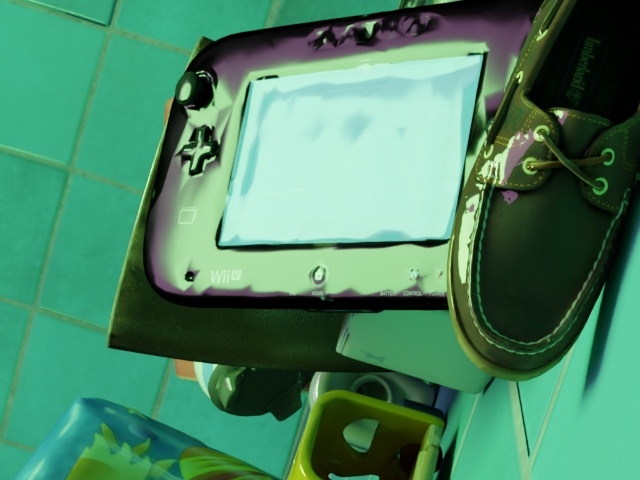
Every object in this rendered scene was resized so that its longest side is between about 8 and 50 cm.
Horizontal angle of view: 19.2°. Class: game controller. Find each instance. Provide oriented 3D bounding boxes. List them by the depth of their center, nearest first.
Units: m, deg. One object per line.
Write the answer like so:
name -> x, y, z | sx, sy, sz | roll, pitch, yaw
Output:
game controller -> 0.021, -0.042, 1.019 | 0.319, 0.067, 0.166 | -2, 64, 45

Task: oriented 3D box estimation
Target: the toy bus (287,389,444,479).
toy bus -> 0.009, 0.191, 1.208 | 0.191, 0.104, 0.202 | 119, 168, -84

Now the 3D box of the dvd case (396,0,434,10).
dvd case -> 0.125, -0.209, 1.313 | 0.221, 0.018, 0.164 | -42, -15, -29

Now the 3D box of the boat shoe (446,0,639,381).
boat shoe -> 0.106, -0.042, 0.829 | 0.073, 0.073, 0.207 | 106, -179, -68

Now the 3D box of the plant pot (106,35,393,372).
plant pot -> 0.000, 0.000, 1.253 | 0.215, 0.230, 0.215 | -164, 90, -88

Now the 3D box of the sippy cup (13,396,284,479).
sippy cup -> -0.080, 0.204, 0.990 | 0.305, 0.224, 0.240 | -53, 5, 33

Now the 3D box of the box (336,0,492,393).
box -> 0.092, -0.058, 1.133 | 0.113, 0.094, 0.275 | 109, 177, -66

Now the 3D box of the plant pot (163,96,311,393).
plant pot -> -0.018, 0.012, 1.653 | 0.275, 0.275, 0.243 | 128, 149, -86

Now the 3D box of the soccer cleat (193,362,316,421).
soccer cleat -> 0.001, -0.008, 1.440 | 0.331, 0.116, 0.143 | -48, 45, 25

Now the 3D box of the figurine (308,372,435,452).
figurine -> 0.017, 0.190, 1.439 | 0.209, 0.092, 0.215 | 95, -168, -77
